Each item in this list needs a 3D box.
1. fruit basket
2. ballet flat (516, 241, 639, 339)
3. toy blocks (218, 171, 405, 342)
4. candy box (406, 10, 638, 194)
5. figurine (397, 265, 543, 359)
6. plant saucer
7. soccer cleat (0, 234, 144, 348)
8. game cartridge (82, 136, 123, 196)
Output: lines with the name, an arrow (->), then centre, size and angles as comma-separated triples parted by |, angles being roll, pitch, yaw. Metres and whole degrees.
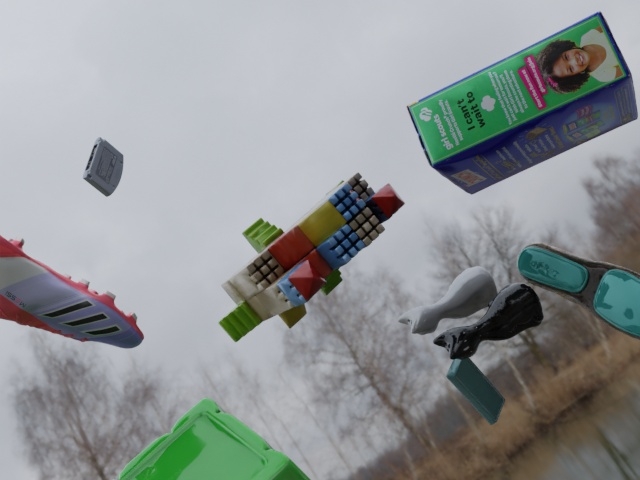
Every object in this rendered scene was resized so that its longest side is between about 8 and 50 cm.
fruit basket -> -0.157, 0.429, 0.958 | 0.392, 0.283, 0.391 | -21, -58, -38
ballet flat -> 0.507, 0.084, 1.371 | 0.106, 0.316, 0.107 | 8, -70, -50
toy blocks -> 0.000, 0.000, 1.306 | 0.381, 0.190, 0.261 | -42, 5, -29
candy box -> 0.338, -0.208, 1.251 | 0.317, 0.122, 0.268 | -26, -16, 19
figurine -> 0.279, 0.145, 1.477 | 0.210, 0.092, 0.215 | -26, 23, -19
plant saucer -> 0.315, 0.296, 1.526 | 0.018, 0.192, 0.067 | 0, 52, 46
soccer cleat -> -0.324, 0.073, 0.895 | 0.083, 0.248, 0.095 | -2, 54, 57
game cartridge -> -0.320, -0.107, 1.133 | 0.017, 0.083, 0.056 | -22, -46, 31
